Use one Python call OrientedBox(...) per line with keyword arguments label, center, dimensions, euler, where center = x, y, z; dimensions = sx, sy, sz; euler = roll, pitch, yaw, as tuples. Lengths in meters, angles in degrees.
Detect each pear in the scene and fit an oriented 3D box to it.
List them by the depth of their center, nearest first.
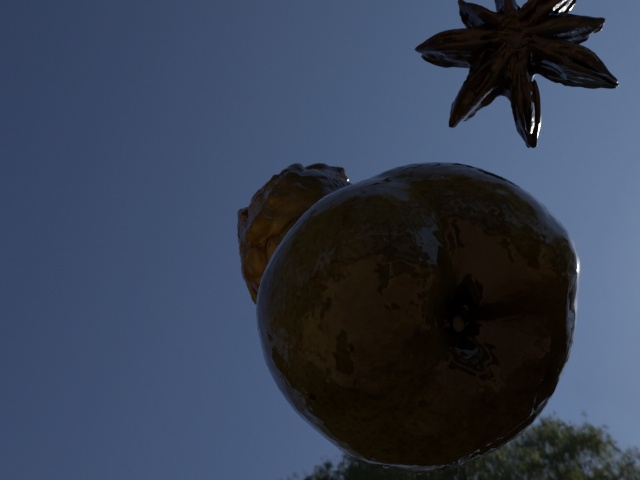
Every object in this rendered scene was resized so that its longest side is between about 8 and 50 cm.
OrientedBox(label="pear", center=(0.050, 0.039, 0.409), dimensions=(0.167, 0.136, 0.167), euler=(-2, -84, -14))

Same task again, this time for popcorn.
OrientedBox(label="popcorn", center=(0.000, 0.000, 1.038), dimensions=(0.250, 0.250, 0.190), euler=(4, -54, -2))

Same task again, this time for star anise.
OrientedBox(label="star anise", center=(0.235, -0.222, 0.900), dimensions=(0.229, 0.093, 0.236), euler=(30, -92, 13))
